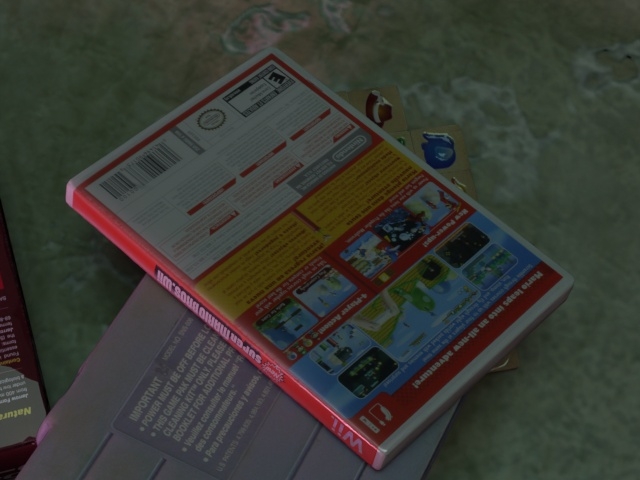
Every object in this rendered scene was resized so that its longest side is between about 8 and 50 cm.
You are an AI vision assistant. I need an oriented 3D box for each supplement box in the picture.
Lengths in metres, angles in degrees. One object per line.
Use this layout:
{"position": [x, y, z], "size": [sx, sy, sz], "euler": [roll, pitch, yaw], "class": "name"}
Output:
{"position": [-0.265, 0.049, 1.133], "size": [0.130, 0.073, 0.239], "euler": [-13, 67, -10], "class": "supplement box"}

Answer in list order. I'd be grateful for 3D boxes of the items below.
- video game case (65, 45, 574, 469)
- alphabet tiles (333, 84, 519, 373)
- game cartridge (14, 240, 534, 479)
{"position": [0.000, 0.000, 1.118], "size": [0.285, 0.025, 0.204], "euler": [39, 55, 20], "class": "video game case"}
{"position": [0.023, -0.002, 1.217], "size": [0.198, 0.009, 0.237], "euler": [-8, 67, -8], "class": "alphabet tiles"}
{"position": [-0.025, 0.090, 1.095], "size": [0.230, 0.068, 0.355], "euler": [22, 52, 13], "class": "game cartridge"}
